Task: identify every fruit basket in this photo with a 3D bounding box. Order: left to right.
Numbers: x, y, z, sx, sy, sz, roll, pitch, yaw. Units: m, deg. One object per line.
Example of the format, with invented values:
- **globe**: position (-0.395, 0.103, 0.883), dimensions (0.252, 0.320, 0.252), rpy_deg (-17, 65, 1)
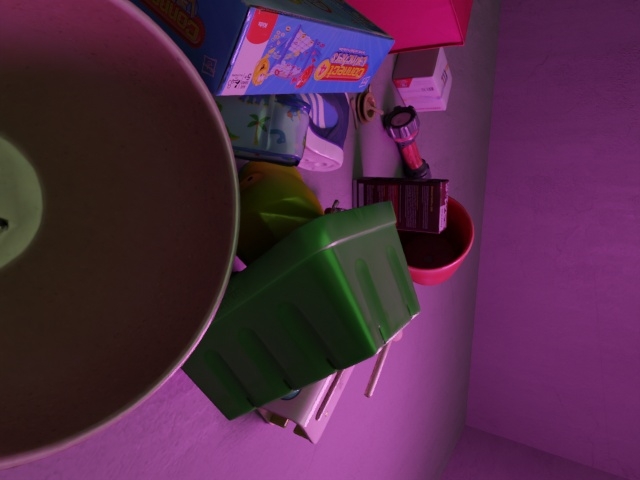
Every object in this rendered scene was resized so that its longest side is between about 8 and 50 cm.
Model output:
- **fruit basket**: position (-0.073, 0.026, 0.639), dimensions (0.283, 0.392, 0.392), rpy_deg (-17, 111, -57)

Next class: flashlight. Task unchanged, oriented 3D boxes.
- **flashlight**: position (0.290, -0.284, 1.322), dimensions (0.304, 0.103, 0.103), rpy_deg (52, 52, -49)

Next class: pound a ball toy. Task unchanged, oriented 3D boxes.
- **pound a ball toy**: position (0.027, 0.266, 0.914), dimensions (0.319, 0.208, 0.136), rpy_deg (-55, 140, -35)

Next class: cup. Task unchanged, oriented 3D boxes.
- **cup**: position (-0.267, -0.027, 0.345), dimensions (0.331, 0.237, 0.331), rpy_deg (-20, 114, -56)

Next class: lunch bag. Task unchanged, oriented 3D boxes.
- **lunch bag**: position (-0.127, -0.153, 0.545), dimensions (0.176, 0.219, 0.090), rpy_deg (-138, -123, -82)

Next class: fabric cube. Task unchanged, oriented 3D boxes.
- **fabric cube**: position (0.217, -0.636, 0.984), dimensions (0.259, 0.254, 0.258), rpy_deg (32, 69, -57)

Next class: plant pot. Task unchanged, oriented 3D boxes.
- **plant pot**: position (0.343, 0.018, 1.344), dimensions (0.243, 0.275, 0.275), rpy_deg (59, 47, -60)

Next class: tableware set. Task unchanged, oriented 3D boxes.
- **tableware set**: position (0.118, -0.399, 1.079), dimensions (0.128, 0.039, 0.194), rpy_deg (-50, 136, -41)

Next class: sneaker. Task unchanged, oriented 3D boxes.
- **sneaker**: position (-0.056, -0.279, 0.760), dimensions (0.323, 0.130, 0.236), rpy_deg (16, 73, -54)

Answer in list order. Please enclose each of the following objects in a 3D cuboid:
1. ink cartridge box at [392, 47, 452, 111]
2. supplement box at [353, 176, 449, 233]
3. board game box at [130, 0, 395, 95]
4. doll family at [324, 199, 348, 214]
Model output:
- **ink cartridge box**: position (0.324, -0.505, 1.304), dimensions (0.176, 0.128, 0.127), rpy_deg (35, 66, -56)
- **supplement box**: position (0.206, -0.098, 1.095), dimensions (0.073, 0.239, 0.130), rpy_deg (-24, 117, -54)
- **board game box**: position (-0.102, -0.303, 0.504), dimensions (0.302, 0.308, 0.086), rpy_deg (-28, 158, -52)
- **doll family**: position (0.000, 0.000, 0.943), dimensions (0.111, 0.076, 0.193), rpy_deg (-1, 100, -63)
